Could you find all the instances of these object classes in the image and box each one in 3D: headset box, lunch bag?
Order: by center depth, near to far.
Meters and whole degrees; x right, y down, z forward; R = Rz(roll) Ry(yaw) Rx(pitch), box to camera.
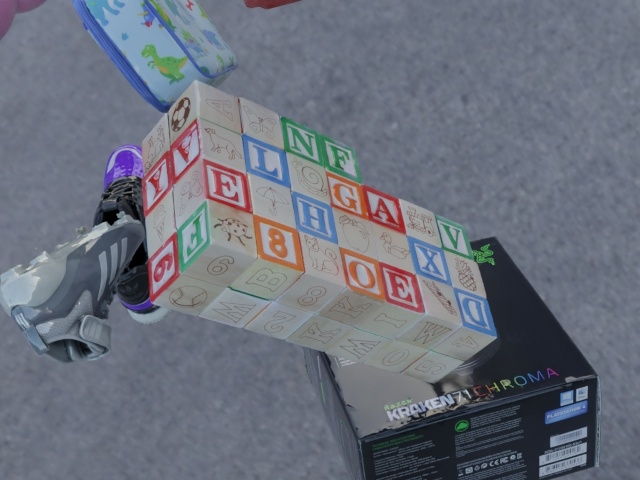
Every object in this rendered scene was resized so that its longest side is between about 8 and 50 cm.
[{"bbox_3d":[0.122,0.134,1.194,0.246,0.131,0.283,-13,34,-8],"label":"headset box"},{"bbox_3d":[-0.186,-0.239,1.297,0.090,0.176,0.219,-36,7,13],"label":"lunch bag"}]

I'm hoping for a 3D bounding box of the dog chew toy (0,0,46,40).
[{"bbox_3d":[-0.489,-0.416,1.682,0.332,0.206,0.207,-40,43,-22],"label":"dog chew toy"}]

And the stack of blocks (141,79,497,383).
[{"bbox_3d":[0.000,0.000,0.962,0.087,0.297,0.171,-43,42,35],"label":"stack of blocks"}]

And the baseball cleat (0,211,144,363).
[{"bbox_3d":[-0.204,0.045,0.981,0.072,0.109,0.206,-23,6,27],"label":"baseball cleat"}]

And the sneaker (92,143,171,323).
[{"bbox_3d":[-0.274,-0.038,1.627,0.102,0.146,0.293,-19,59,10],"label":"sneaker"}]

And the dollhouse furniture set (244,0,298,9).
[{"bbox_3d":[0.020,-0.356,1.046,0.374,0.152,0.201,-24,48,-36],"label":"dollhouse furniture set"}]
